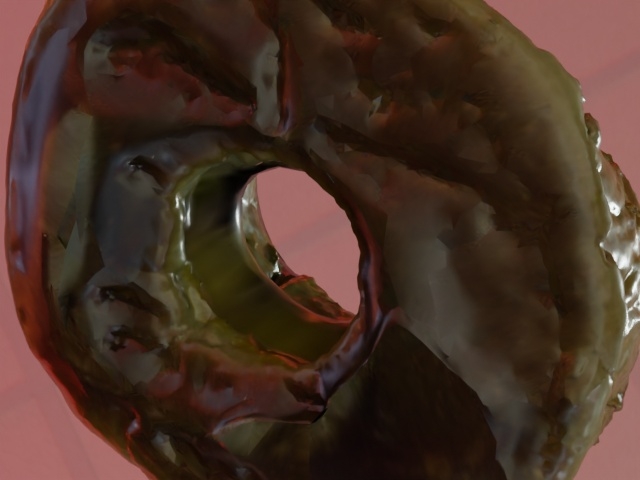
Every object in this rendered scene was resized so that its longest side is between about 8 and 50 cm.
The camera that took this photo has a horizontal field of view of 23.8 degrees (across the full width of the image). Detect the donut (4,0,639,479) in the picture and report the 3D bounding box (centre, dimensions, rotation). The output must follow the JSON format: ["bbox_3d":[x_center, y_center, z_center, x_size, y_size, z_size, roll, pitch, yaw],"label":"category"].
[{"bbox_3d":[0.000,0.000,0.729,0.330,0.160,0.330,4,-80,24],"label":"donut"}]
